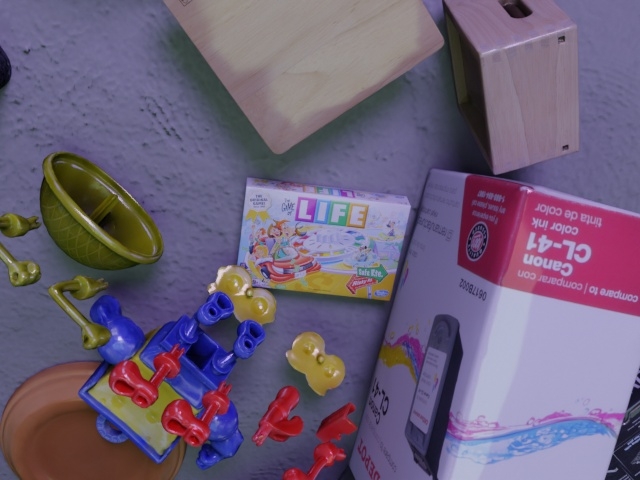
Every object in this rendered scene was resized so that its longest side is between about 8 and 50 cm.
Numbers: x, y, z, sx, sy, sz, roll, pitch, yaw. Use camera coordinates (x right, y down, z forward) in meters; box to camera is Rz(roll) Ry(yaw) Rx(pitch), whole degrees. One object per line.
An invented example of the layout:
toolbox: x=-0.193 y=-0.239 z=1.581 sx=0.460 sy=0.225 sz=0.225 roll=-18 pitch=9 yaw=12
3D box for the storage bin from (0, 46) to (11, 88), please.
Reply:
storage bin: x=-0.362 y=-0.134 z=0.577 sx=0.180 sy=0.084 sz=0.122 roll=-24 pitch=115 yaw=9

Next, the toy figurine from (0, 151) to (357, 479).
toy figurine: x=-0.172 y=0.124 z=0.656 sx=0.362 sy=0.191 sz=0.217 roll=43 pitch=122 yaw=-10

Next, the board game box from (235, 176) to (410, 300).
board game box: x=0.000 y=0.000 z=0.694 sx=0.154 sy=0.026 sz=0.103 roll=6 pitch=115 yaw=-6

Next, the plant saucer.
plant saucer: x=-0.246 y=0.222 z=0.782 sx=0.200 sy=0.037 sz=0.200 roll=-2 pitch=116 yaw=-3

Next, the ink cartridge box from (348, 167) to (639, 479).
ink cartridge box: x=0.138 y=0.105 z=0.602 sx=0.131 sy=0.226 sz=0.306 roll=14 pitch=96 yaw=-11

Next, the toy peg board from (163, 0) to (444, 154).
toy peg board: x=-0.015 y=-0.184 z=0.577 sx=0.161 sy=0.079 sz=0.161 roll=-32 pitch=112 yaw=11

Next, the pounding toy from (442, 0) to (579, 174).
pounding toy: x=0.161 y=-0.155 z=0.584 sx=0.100 sy=0.141 sz=0.130 roll=-15 pitch=130 yaw=4

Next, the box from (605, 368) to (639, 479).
box: x=0.339 y=0.214 z=0.751 sx=0.307 sy=0.076 sz=0.242 roll=-42 pitch=123 yaw=8
